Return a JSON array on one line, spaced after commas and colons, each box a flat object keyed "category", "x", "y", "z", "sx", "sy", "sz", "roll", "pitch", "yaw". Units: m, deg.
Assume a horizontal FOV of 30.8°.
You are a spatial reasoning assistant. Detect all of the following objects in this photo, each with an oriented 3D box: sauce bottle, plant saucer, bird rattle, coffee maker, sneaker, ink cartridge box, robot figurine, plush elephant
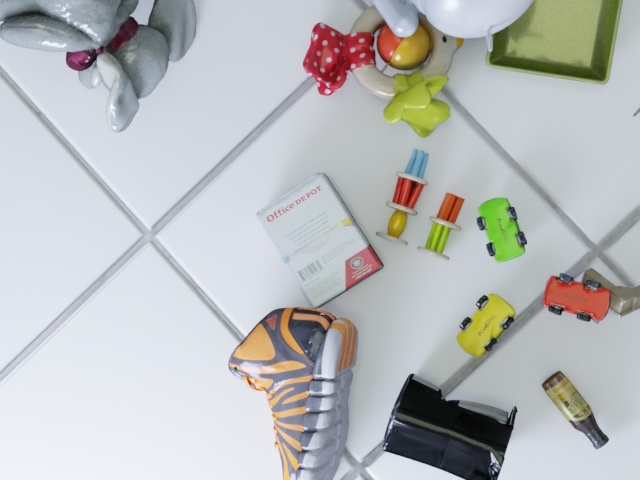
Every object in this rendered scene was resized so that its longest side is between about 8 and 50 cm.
[{"category": "sauce bottle", "x": 0.390, "y": 0.259, "z": 1.769, "sx": 0.042, "sy": 0.042, "sz": 0.128, "roll": -40, "pitch": 86, "yaw": 5}, {"category": "plant saucer", "x": 0.360, "y": -0.340, "z": 1.782, "sx": 0.188, "sy": 0.045, "sz": 0.189, "roll": 10, "pitch": 90, "yaw": 7}, {"category": "bird rattle", "x": 0.104, "y": -0.280, "z": 1.799, "sx": 0.253, "sy": 0.143, "sz": 0.207, "roll": 35, "pitch": 81, "yaw": 19}, {"category": "coffee maker", "x": 0.188, "y": 0.290, "z": 1.729, "sx": 0.178, "sy": 0.171, "sz": 0.120, "roll": 18, "pitch": 107, "yaw": 9}, {"category": "sneaker", "x": -0.053, "y": 0.254, "z": 1.797, "sx": 0.180, "sy": 0.124, "sz": 0.321, "roll": 13, "pitch": 96, "yaw": 22}, {"category": "ink cartridge box", "x": 0.000, "y": 0.000, "z": 1.806, "sx": 0.127, "sy": 0.072, "sz": 0.175, "roll": -32, "pitch": 85, "yaw": 6}, {"category": "robot figurine", "x": 0.190, "y": -0.439, "z": 1.704, "sx": 0.300, "sy": 0.199, "sz": 0.353, "roll": -46, "pitch": 67, "yaw": 21}, {"category": "plush elephant", "x": -0.337, "y": -0.321, "z": 1.786, "sx": 0.330, "sy": 0.272, "sz": 0.255, "roll": 5, "pitch": 131, "yaw": 38}]

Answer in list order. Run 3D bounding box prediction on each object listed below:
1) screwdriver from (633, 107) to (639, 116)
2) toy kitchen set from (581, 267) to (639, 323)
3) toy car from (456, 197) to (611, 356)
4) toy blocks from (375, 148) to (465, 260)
[{"category": "screwdriver", "x": 0.535, "y": -0.254, "z": 1.774, "sx": 0.170, "sy": 0.024, "sz": 0.025, "roll": -43, "pitch": 55, "yaw": 11}, {"category": "toy kitchen set", "x": 0.448, "y": 0.085, "z": 1.774, "sx": 0.083, "sy": 0.075, "sz": 0.068, "roll": 42, "pitch": 137, "yaw": 37}, {"category": "toy car", "x": 0.300, "y": 0.044, "z": 1.773, "sx": 0.239, "sy": 0.053, "sz": 0.225, "roll": -19, "pitch": 82, "yaw": 14}, {"category": "toy blocks", "x": 0.166, "y": -0.058, "z": 1.796, "sx": 0.123, "sy": 0.054, "sz": 0.148, "roll": 19, "pitch": 91, "yaw": 8}]
